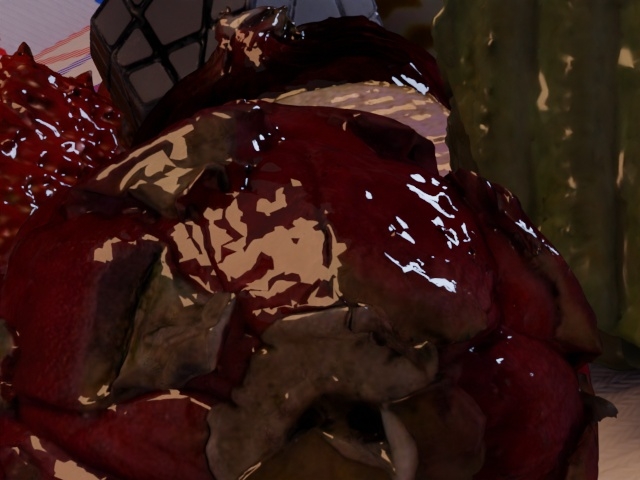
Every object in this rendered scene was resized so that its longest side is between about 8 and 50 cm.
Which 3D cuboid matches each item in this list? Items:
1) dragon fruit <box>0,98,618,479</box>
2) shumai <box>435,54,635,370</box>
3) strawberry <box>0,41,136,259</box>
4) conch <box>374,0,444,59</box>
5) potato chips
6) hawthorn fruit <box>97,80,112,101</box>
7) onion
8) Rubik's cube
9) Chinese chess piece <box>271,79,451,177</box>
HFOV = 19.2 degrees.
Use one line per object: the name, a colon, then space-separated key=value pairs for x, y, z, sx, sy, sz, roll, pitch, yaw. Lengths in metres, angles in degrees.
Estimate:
dragon fruit: x=-0.023 y=0.094 z=0.873 sx=0.329 sy=0.329 sz=0.329 roll=-22 pitch=15 yaw=6
shumai: x=0.204 y=-0.066 z=1.279 sx=0.292 sy=0.330 sz=0.288 roll=9 pitch=-10 yaw=-6
strawberry: x=-0.281 y=-0.003 z=1.764 sx=0.292 sy=0.292 sz=0.343 roll=-21 pitch=39 yaw=7
conch: x=0.164 y=-0.269 z=2.058 sx=0.249 sy=0.197 sz=0.368 roll=10 pitch=-11 yaw=-42
potato chips: x=0.272 y=-0.089 z=1.066 sx=0.373 sy=0.389 sz=0.097 roll=-21 pitch=-24 yaw=-2
hawthorn fruit: x=-0.169 y=-0.138 z=2.146 sx=0.189 sy=0.189 sz=0.251 roll=-18 pitch=29 yaw=18
onion: x=-0.030 y=-0.089 z=1.639 sx=0.314 sy=0.232 sz=0.314 roll=-18 pitch=24 yaw=8
Rubik's cube: x=-0.082 y=-0.192 z=1.923 sx=0.319 sy=0.264 sz=0.319 roll=-54 pitch=-1 yaw=-2
Chinese chess piece: x=0.000 y=0.000 z=1.372 sx=0.270 sy=0.112 sz=0.270 roll=-14 pitch=38 yaw=11
